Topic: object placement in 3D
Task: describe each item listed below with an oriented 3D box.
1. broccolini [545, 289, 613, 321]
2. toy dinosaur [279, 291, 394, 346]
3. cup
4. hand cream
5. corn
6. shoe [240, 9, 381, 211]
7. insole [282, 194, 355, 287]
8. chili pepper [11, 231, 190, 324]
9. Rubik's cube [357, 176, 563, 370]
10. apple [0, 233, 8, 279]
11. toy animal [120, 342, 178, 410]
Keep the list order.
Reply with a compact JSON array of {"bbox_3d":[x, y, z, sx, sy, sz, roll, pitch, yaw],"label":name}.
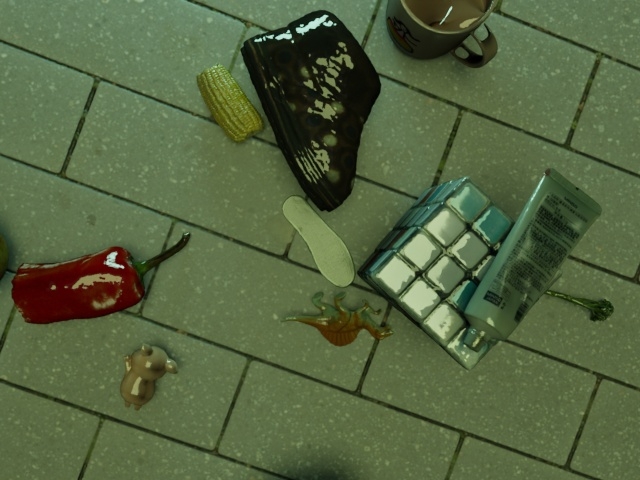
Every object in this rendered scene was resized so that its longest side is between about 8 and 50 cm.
[{"bbox_3d":[0.552,0.126,1.217,0.194,0.052,0.054,23,86,-3],"label":"broccolini"},{"bbox_3d":[0.036,0.176,1.197,0.212,0.057,0.142,-20,111,8],"label":"toy dinosaur"},{"bbox_3d":[0.249,-0.447,1.117,0.191,0.200,0.253,-42,92,-2],"label":"cup"},{"bbox_3d":[0.345,0.043,0.953,0.124,0.078,0.341,36,81,-2],"label":"hand cream"},{"bbox_3d":[-0.189,-0.284,1.163,0.085,0.063,0.165,-31,91,7],"label":"corn"},{"bbox_3d":[0.013,-0.263,1.121,0.237,0.171,0.384,-24,84,1],"label":"shoe"},{"bbox_3d":[0.000,0.000,1.207,0.080,0.003,0.232,-35,92,-2],"label":"insole"},{"bbox_3d":[-0.424,0.082,1.122,0.338,0.131,0.135,-11,101,-5],"label":"chili pepper"},{"bbox_3d":[0.252,0.058,1.098,0.256,0.253,0.259,42,87,-2],"label":"Rubik's cube"},{"bbox_3d":[-0.705,0.029,1.085,0.155,0.182,0.183,-26,92,5],"label":"apple"},{"bbox_3d":[-0.359,0.279,1.152,0.089,0.083,0.150,33,101,39],"label":"toy animal"}]
